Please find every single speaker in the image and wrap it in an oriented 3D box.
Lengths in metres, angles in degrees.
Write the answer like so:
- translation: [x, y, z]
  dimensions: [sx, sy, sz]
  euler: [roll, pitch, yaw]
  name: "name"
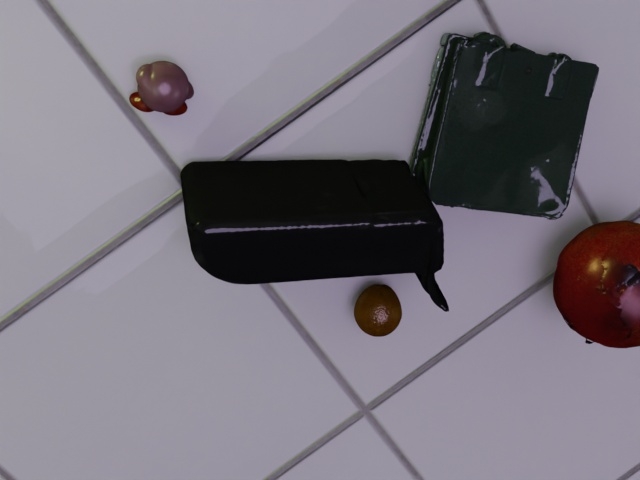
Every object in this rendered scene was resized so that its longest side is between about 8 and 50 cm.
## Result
- translation: [0.000, 0.000, 1.171]
  dimensions: [0.389, 0.180, 0.184]
  euler: [-1, 123, -13]
  name: "speaker"

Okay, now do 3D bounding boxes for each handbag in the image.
- translation: [0.277, -0.170, 1.234]
  dimensions: [0.248, 0.079, 0.260]
  euler: [7, 108, -18]
  name: "handbag"

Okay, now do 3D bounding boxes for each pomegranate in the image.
- translation: [0.487, 0.064, 1.321]
  dimensions: [0.235, 0.210, 0.210]
  euler: [-37, 119, -30]
  name: "pomegranate"

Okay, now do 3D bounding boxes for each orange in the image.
- translation: [0.091, 0.110, 1.294]
  dimensions: [0.085, 0.085, 0.085]
  euler: [-6, 112, -14]
  name: "orange"

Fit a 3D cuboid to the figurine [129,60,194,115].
- translation: [-0.206, -0.203, 1.089]
  dimensions: [0.083, 0.067, 0.071]
  euler: [-3, 133, -31]
  name: "figurine"
